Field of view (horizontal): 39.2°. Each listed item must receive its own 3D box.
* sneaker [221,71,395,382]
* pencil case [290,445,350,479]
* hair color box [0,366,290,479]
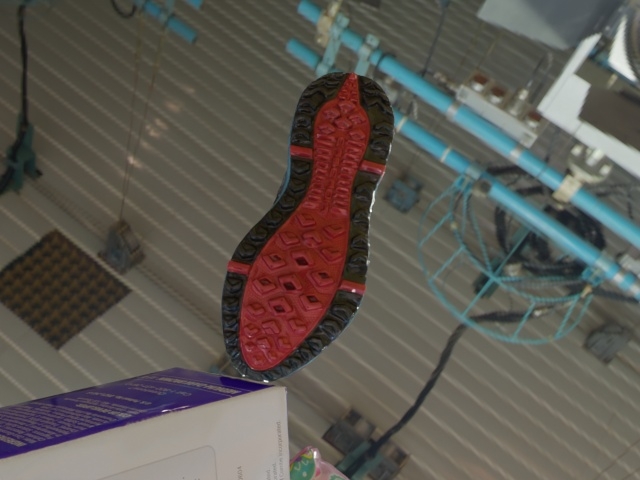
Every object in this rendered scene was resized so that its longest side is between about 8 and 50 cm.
[{"bbox_3d":[0.000,0.000,0.735,0.104,0.125,0.262,19,-110,7],"label":"sneaker"},{"bbox_3d":[0.046,0.343,0.904,0.124,0.124,0.284,-33,-112,-34],"label":"pencil case"},{"bbox_3d":[-0.164,0.181,0.409,0.339,0.110,0.185,-6,-85,-48],"label":"hair color box"}]
